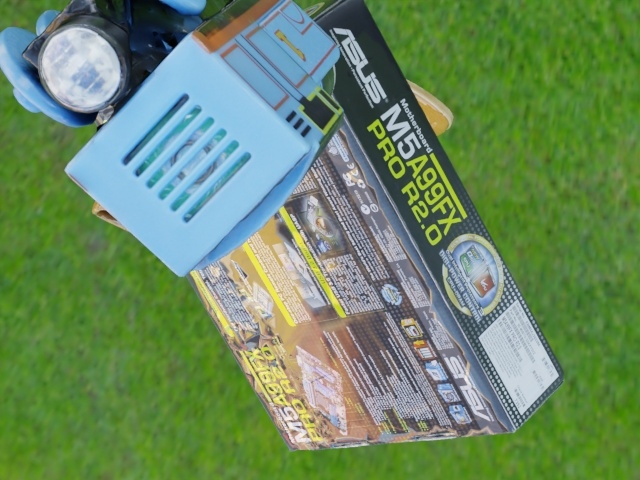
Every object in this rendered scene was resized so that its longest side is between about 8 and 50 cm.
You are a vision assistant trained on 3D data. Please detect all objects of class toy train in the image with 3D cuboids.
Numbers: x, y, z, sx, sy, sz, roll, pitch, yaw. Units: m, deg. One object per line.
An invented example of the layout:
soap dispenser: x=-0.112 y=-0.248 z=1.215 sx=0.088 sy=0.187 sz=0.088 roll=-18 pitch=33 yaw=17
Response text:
toy train: x=-0.042 y=-0.060 z=0.612 sx=0.080 sy=0.184 sz=0.105 roll=-43 pitch=95 yaw=18

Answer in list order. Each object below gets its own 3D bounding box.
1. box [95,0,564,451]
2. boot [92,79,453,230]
box: x=0.000 y=0.000 z=1.073 sx=0.216 sy=0.060 sz=0.270 roll=-13 pitch=111 yaw=50
boot: x=-0.041 y=-0.063 z=1.531 sx=0.295 sy=0.211 sz=0.104 roll=16 pitch=164 yaw=-11
